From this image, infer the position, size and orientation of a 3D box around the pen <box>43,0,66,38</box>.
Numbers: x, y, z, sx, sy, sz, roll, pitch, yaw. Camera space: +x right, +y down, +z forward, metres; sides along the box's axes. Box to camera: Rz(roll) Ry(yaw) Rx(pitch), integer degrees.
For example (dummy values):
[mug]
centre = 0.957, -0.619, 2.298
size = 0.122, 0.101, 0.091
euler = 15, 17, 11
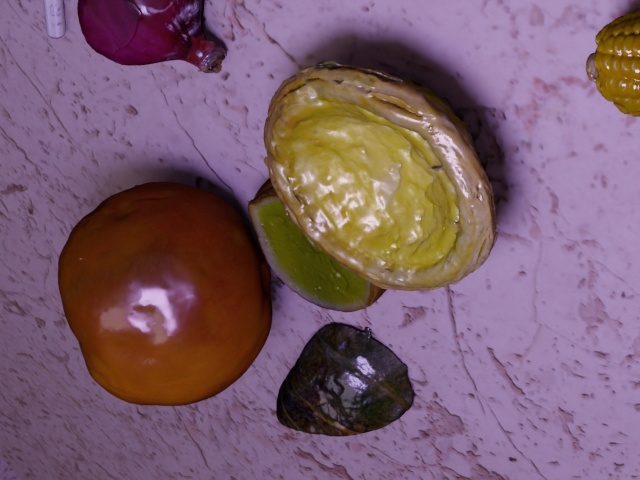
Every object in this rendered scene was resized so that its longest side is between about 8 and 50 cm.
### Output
[pen]
centre = -0.391, -0.403, 1.829
size = 0.033, 0.033, 0.269
euler = 29, 142, 20

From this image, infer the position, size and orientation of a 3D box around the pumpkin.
[pumpkin]
centre = 0.001, 0.217, 2.001
size = 0.278, 0.111, 0.163
euler = 5, 124, 42

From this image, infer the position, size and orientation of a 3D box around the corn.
[corn]
centre = 0.420, -0.178, 1.205
size = 0.363, 0.120, 0.120
euler = 1, 126, 43

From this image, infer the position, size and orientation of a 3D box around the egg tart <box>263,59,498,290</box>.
[egg tart]
centre = 0.084, -0.094, 1.594
size = 0.345, 0.132, 0.345
euler = 25, 139, 23

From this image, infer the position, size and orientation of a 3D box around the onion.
[onion]
centre = -0.224, -0.294, 1.704
size = 0.218, 0.140, 0.195
euler = 46, 137, -8

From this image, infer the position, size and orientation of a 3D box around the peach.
[peach]
centre = -0.224, 0.081, 1.919
size = 0.343, 0.301, 0.343
euler = -18, -90, -89

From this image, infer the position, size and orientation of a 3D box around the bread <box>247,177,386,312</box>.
[bread]
centre = 0.000, 0.000, 1.819
size = 0.236, 0.070, 0.236
euler = 26, 141, 23
